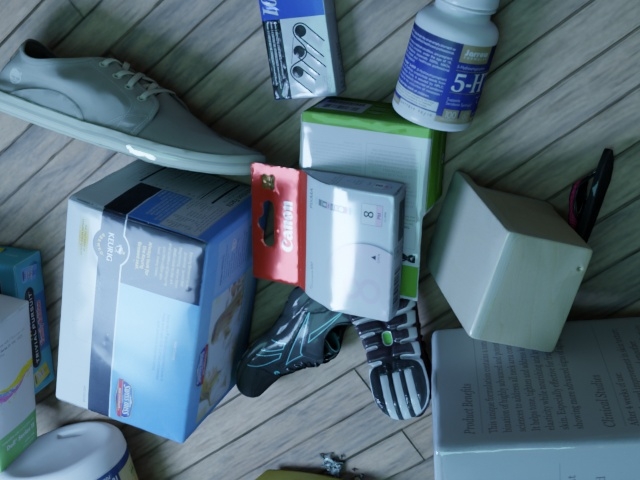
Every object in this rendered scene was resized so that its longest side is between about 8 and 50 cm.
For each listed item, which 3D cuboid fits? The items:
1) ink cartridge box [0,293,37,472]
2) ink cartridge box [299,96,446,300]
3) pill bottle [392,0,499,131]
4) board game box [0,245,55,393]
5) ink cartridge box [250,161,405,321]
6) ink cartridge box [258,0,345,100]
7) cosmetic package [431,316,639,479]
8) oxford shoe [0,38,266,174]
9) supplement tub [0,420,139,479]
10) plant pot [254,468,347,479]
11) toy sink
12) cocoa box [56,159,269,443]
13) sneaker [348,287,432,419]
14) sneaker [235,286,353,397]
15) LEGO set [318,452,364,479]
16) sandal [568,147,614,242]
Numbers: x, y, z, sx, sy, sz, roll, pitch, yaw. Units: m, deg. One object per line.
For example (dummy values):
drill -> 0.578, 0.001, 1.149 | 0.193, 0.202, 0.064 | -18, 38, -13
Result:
ink cartridge box -> -0.598, 0.192, 1.765 | 0.207, 0.119, 0.353 | 13, 117, 17
ink cartridge box -> 0.071, -0.062, 1.496 | 0.189, 0.097, 0.255 | 10, 114, 19
pill bottle -> 0.169, -0.247, 1.373 | 0.112, 0.112, 0.186 | 21, 118, 13
board game box -> -0.649, 0.125, 1.874 | 0.336, 0.079, 0.253 | 7, 113, 19
ink cartridge box -> 0.000, 0.000, 1.465 | 0.232, 0.066, 0.189 | 8, 115, 17
ink cartridge box -> -0.029, -0.303, 1.469 | 0.097, 0.046, 0.207 | -1, 110, 21
cosmetic package -> 0.349, 0.311, 1.358 | 0.394, 0.329, 0.327 | -4, 110, 8
oxford shoe -> -0.286, -0.196, 1.562 | 0.450, 0.169, 0.130 | 20, 96, 14
supplement tub -> -0.412, 0.504, 1.846 | 0.228, 0.228, 0.316 | -8, 108, 24
plant pot -> -0.055, 0.498, 1.715 | 0.187, 0.212, 0.212 | 20, 125, 32
toy sink -> 0.249, 0.023, 1.420 | 0.131, 0.234, 0.152 | 11, 110, -15
cocoa box -> -0.239, 0.084, 1.603 | 0.228, 0.231, 0.347 | 17, 116, 15
sneaker -> 0.109, 0.134, 1.563 | 0.107, 0.162, 0.281 | -11, 71, 13
sneaker -> -0.038, 0.165, 1.623 | 0.106, 0.101, 0.267 | 44, 120, 13
LEGO set -> 0.030, 0.379, 1.734 | 0.083, 0.023, 0.054 | 15, 116, 16
sandal -> 0.350, -0.042, 1.414 | 0.040, 0.067, 0.179 | 26, 121, 23
